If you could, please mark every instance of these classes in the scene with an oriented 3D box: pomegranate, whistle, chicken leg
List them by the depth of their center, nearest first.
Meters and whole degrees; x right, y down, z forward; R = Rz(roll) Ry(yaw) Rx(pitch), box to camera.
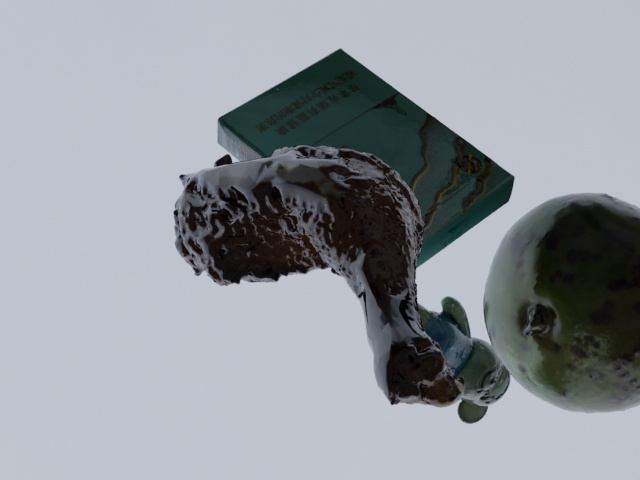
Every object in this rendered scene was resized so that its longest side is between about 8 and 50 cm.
[{"bbox_3d":[0.000,0.000,0.935,0.158,0.096,0.407,-42,-145,-9],"label":"chicken leg"},{"bbox_3d":[0.272,0.054,1.189,0.263,0.211,0.211,-16,-113,-50],"label":"pomegranate"},{"bbox_3d":[0.144,0.126,1.422,0.235,0.077,0.114,37,-90,-33],"label":"whistle"}]

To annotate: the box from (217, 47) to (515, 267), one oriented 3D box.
[{"bbox_3d":[0.039,-0.073,1.130,0.162,0.041,0.229,-35,-119,-30],"label":"box"}]
